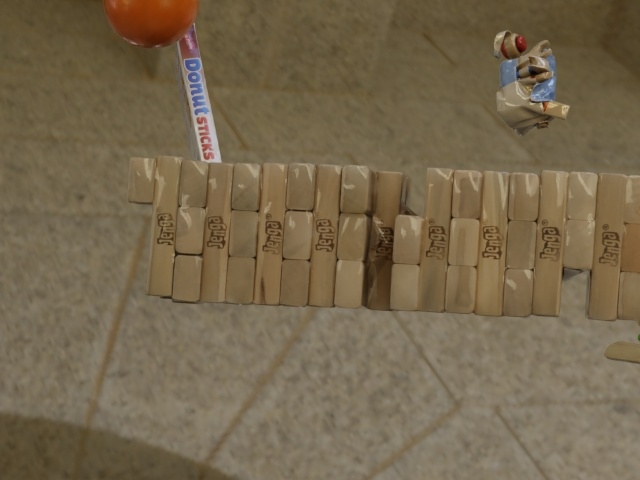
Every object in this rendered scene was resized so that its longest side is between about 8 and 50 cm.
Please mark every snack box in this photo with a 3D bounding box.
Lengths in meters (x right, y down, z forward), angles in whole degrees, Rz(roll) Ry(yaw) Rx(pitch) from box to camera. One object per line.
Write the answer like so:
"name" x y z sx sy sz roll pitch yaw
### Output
"snack box" -0.117 -0.119 1.359 0.022 0.178 0.064 -7 -33 -10

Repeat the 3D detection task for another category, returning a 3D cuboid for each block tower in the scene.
"block tower" 0.051 0.001 0.904 0.335 0.091 0.097 4 -93 9

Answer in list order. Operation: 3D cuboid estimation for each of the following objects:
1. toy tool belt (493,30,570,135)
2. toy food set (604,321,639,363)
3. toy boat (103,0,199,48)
"toy tool belt" 0.164 -0.124 1.090 0.051 0.083 0.052 -13 -25 31
"toy food set" 0.412 0.073 1.599 0.038 0.132 0.192 47 -110 -27
"toy boat" -0.103 -0.194 0.894 0.151 0.231 0.151 2 -94 16
